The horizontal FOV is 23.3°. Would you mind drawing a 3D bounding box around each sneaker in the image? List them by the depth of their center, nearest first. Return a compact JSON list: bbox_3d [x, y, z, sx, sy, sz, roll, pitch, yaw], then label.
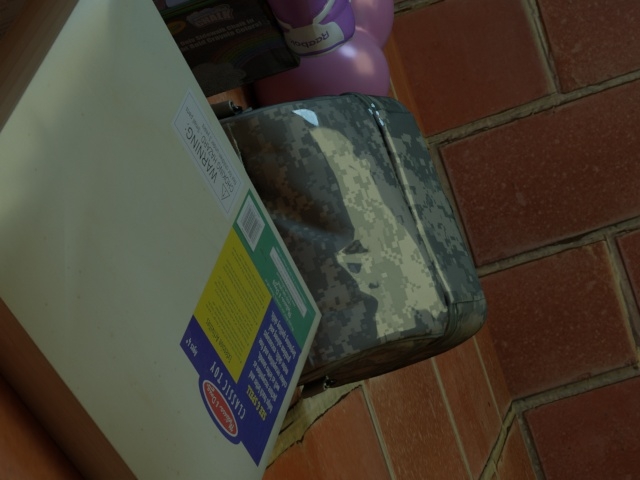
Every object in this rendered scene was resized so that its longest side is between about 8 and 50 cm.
[{"bbox_3d":[-0.012,-0.300,1.646,0.282,0.102,0.161,-79,154,-46],"label":"sneaker"}]

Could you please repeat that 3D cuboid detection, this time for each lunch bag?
[{"bbox_3d":[0.000,0.000,1.602,0.256,0.213,0.305,-5,74,-61],"label":"lunch bag"}]

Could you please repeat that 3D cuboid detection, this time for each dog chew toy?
[{"bbox_3d":[-0.001,-0.223,2.006,0.206,0.207,0.331,48,35,-64],"label":"dog chew toy"}]

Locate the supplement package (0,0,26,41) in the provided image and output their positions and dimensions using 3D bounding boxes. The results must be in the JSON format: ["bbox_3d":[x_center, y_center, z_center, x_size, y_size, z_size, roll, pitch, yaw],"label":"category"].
[{"bbox_3d":[-0.218,-0.233,1.177,0.105,0.105,0.179,-10,81,-76],"label":"supplement package"}]

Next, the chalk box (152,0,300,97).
[{"bbox_3d":[-0.122,-0.267,1.623,0.213,0.132,0.132,55,21,-59],"label":"chalk box"}]

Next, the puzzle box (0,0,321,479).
[{"bbox_3d":[-0.127,0.029,1.111,0.409,0.052,0.272,63,36,-40],"label":"puzzle box"}]
